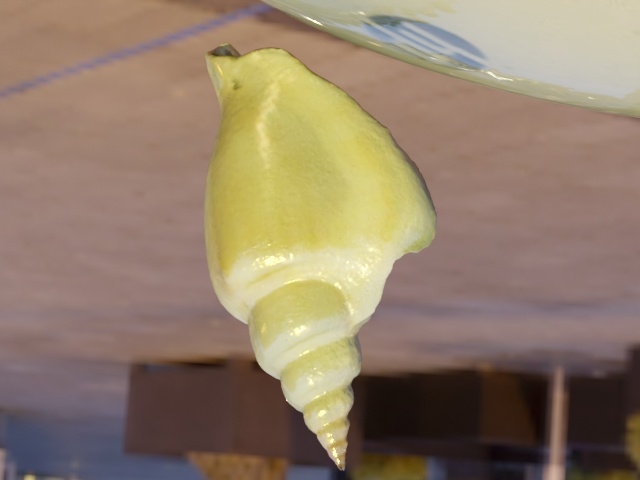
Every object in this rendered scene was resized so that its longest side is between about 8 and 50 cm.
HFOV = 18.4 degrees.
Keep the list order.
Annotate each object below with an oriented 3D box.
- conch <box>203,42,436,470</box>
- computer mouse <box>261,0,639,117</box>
[{"bbox_3d":[-0.006,0.001,0.773,0.088,0.180,0.065,-22,166,38],"label":"conch"},{"bbox_3d":[0.102,-0.069,0.384,0.288,0.097,0.159,7,169,-5],"label":"computer mouse"}]
